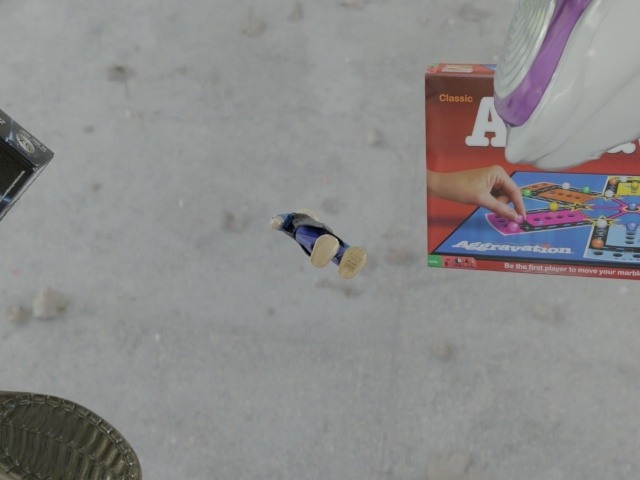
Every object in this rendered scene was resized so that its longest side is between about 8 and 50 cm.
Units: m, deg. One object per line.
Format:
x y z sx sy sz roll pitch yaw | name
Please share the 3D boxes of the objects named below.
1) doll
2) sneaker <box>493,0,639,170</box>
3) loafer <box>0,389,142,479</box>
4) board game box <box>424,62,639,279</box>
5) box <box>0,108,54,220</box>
0.000 0.000 1.322 0.129 0.046 0.189 24 7 -21 | doll
0.163 -0.083 0.404 0.152 0.305 0.114 19 74 -8 | sneaker
-0.158 0.102 0.519 0.148 0.050 0.056 20 42 -3 | loafer
0.210 -0.042 0.709 0.281 0.145 0.027 3 26 14 | board game box
-0.408 -0.069 1.177 0.147 0.180 0.077 41 12 -9 | box
